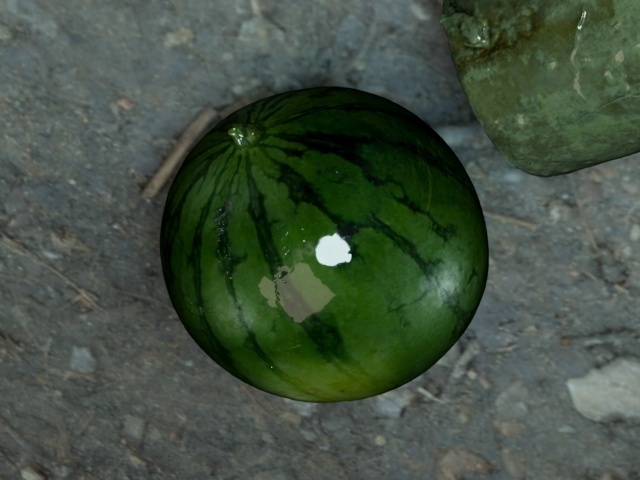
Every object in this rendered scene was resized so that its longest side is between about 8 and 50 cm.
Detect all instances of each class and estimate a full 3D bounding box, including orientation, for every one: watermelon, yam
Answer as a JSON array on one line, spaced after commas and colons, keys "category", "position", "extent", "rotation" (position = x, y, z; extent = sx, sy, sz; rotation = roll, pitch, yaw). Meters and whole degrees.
[{"category": "watermelon", "position": [0.002, 0.003, 1.140], "extent": [0.242, 0.242, 0.242], "rotation": [11, 132, 13]}, {"category": "yam", "position": [0.216, -0.140, 0.989], "extent": [0.268, 0.161, 0.161], "rotation": [-17, 121, 35]}]
